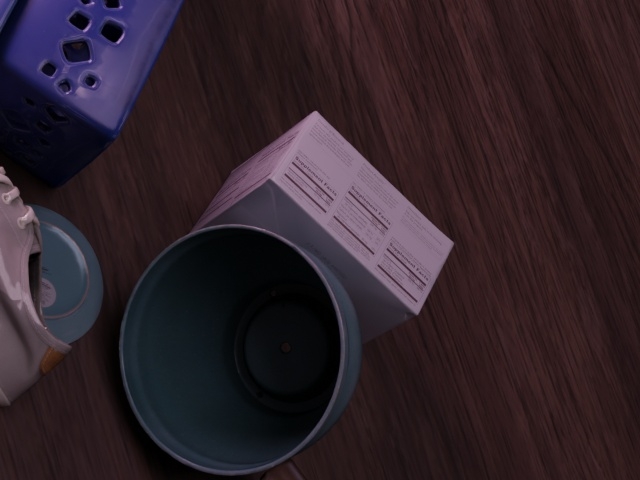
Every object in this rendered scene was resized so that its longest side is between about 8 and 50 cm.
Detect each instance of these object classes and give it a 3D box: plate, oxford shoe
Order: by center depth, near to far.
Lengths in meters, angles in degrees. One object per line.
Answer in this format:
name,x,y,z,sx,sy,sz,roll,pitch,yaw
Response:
oxford shoe,-0.393,-0.036,1.842,0.130,0.169,0.449,-20,85,-3
plate,-0.339,0.038,1.961,0.188,0.024,0.188,20,56,-32

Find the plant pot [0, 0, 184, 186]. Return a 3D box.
plant pot,-0.325,-0.233,1.954,0.212,0.236,0.236,31,65,-17

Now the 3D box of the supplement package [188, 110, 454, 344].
supplement package,0.000,0.000,2.135,0.262,0.204,0.145,43,48,-14

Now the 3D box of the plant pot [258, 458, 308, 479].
plant pot,-0.042,0.362,1.952,0.167,0.167,0.165,-25,78,-44

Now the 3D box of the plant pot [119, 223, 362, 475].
plant pot,-0.070,0.131,1.986,0.196,0.293,0.293,7,61,-67
